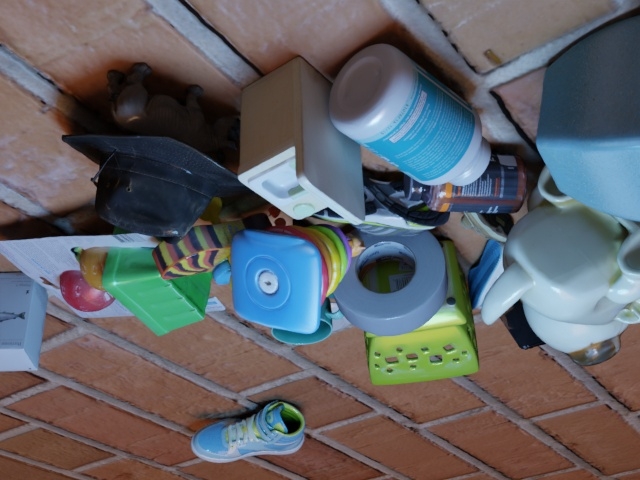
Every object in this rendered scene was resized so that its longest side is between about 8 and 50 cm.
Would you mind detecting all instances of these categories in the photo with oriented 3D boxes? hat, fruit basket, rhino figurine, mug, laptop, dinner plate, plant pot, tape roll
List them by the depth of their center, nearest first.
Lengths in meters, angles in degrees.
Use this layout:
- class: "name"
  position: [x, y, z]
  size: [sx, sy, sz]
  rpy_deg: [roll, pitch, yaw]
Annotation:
- class: "plant pot"
  position: [0.463, -0.174, 1.332]
  size: [0.252, 0.248, 0.247]
  rpy_deg: [-2, 151, 30]
- class: "rhino figurine"
  position: [-0.211, -0.183, 1.378]
  size: [0.243, 0.106, 0.073]
  rpy_deg: [18, 142, -28]
- class: "hat"
  position: [-0.265, -0.068, 1.423]
  size: [0.331, 0.134, 0.331]
  rpy_deg: [14, 170, 3]
- class: "tape roll"
  position: [0.127, 0.067, 1.686]
  size: [0.219, 0.219, 0.072]
  rpy_deg: [-8, 145, 9]
- class: "fruit basket"
  position: [-0.403, 0.063, 1.746]
  size: [0.353, 0.165, 0.327]
  rpy_deg: [1, 150, 24]
- class: "plant pot"
  position: [0.189, 0.135, 1.801]
  size: [0.228, 0.227, 0.207]
  rpy_deg: [-8, 142, 7]
- class: "mug"
  position: [-0.028, 0.150, 1.917]
  size: [0.158, 0.097, 0.129]
  rpy_deg: [0, 147, -5]
- class: "laptop"
  position: [0.549, 0.149, 2.034]
  size: [0.234, 0.136, 0.264]
  rpy_deg: [-23, 167, 30]
- class: "dinner plate"
  position: [0.009, 0.180, 2.042]
  size: [0.141, 0.017, 0.141]
  rpy_deg: [-1, 146, -1]

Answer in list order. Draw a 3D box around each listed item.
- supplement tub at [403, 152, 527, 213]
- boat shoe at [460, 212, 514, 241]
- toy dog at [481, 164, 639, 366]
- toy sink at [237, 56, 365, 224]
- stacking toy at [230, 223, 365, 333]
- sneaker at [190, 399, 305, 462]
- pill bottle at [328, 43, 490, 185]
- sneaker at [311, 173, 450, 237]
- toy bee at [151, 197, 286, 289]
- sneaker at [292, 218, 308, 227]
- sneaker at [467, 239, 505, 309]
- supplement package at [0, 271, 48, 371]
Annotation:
- class: "supplement tub"
  position: [0.245, -0.100, 1.541]
  size: [0.198, 0.106, 0.106]
  rpy_deg: [2, 147, -7]
- class: "boat shoe"
  position: [0.293, -0.041, 1.678]
  size: [0.072, 0.068, 0.190]
  rpy_deg: [-11, 148, 34]
- class: "toy dog"
  position: [0.474, 0.074, 1.601]
  size: [0.395, 0.284, 0.408]
  rpy_deg: [-46, 153, -9]
- class: "toy sink"
  position: [-0.032, -0.127, 1.362]
  size: [0.131, 0.234, 0.153]
  rpy_deg: [-25, 142, 30]
- class: "stacking toy"
  position: [-0.006, 0.033, 1.564]
  size: [0.175, 0.165, 0.302]
  rpy_deg: [11, -161, 31]
- class: "sneaker"
  position: [-0.189, 0.509, 2.443]
  size: [0.319, 0.127, 0.208]
  rpy_deg: [-5, 150, -14]
- class: "pill bottle"
  position: [0.148, -0.177, 1.376]
  size: [0.146, 0.146, 0.264]
  rpy_deg: [-29, 138, 35]
- class: "sneaker"
  position: [0.073, -0.054, 1.605]
  size: [0.300, 0.111, 0.121]
  rpy_deg: [11, 154, -12]
- class: "toy bee"
  position: [-0.149, -0.010, 1.616]
  size: [0.195, 0.298, 0.162]
  rpy_deg: [49, 125, 4]
- class: "sneaker"
  position: [0.000, 0.002, 1.737]
  size: [0.089, 0.051, 0.170]
  rpy_deg: [-6, 152, 6]
- class: "sneaker"
  position: [0.365, 0.076, 1.842]
  size: [0.092, 0.087, 0.228]
  rpy_deg: [1, 150, -12]
- class: "supplement package"
  position: [-0.624, 0.164, 1.821]
  size: [0.105, 0.179, 0.105]
  rpy_deg: [-2, 147, -2]
